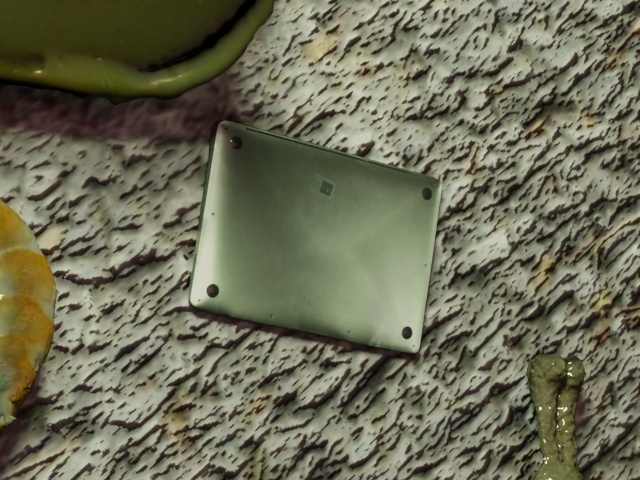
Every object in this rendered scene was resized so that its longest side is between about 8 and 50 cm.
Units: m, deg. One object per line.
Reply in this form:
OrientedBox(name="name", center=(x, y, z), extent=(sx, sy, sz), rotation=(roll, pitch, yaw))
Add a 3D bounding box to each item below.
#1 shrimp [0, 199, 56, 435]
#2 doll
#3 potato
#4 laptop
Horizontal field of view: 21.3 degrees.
OrientedBox(name="shrimp", center=(-0.317, 0.037, 1.450), extent=(0.185, 0.068, 0.287), rotation=(-36, 105, -36))
OrientedBox(name="doll", center=(0.254, 0.277, 1.778), extent=(0.202, 0.091, 0.286), rotation=(45, 54, -33))
OrientedBox(name="potato", center=(-0.184, -0.278, 1.485), extent=(0.280, 0.330, 0.212), rotation=(22, 40, -46))
OrientedBox(name="laptop", center=(0.000, 0.000, 1.680), extent=(0.269, 0.015, 0.187), rotation=(14, 79, -30))
